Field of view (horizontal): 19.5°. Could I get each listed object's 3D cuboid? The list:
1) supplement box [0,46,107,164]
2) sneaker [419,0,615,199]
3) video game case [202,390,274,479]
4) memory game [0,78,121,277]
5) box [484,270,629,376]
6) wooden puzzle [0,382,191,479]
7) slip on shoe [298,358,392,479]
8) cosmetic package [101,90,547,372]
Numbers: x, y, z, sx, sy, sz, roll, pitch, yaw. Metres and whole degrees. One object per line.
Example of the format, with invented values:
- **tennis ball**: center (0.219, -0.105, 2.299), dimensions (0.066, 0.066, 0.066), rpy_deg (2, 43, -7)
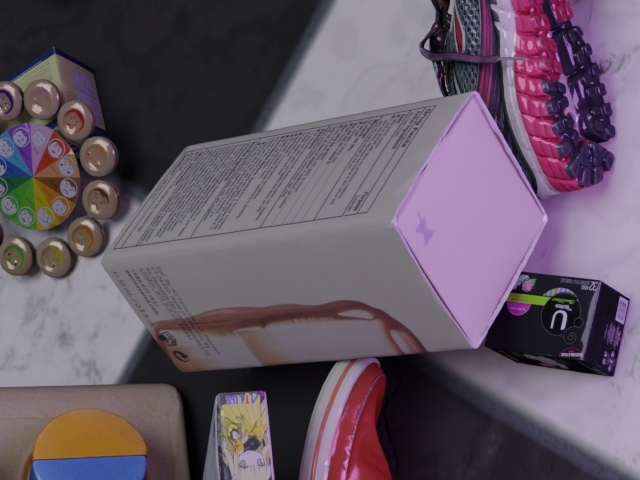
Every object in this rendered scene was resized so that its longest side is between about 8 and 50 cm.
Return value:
- **supplement box**: center (-0.252, -0.117, 1.726), dimensions (0.083, 0.056, 0.083), rpy_deg (-31, 58, 24)
- **sneaker**: center (0.124, -0.175, 1.391), dimensions (0.112, 0.121, 0.299), rpy_deg (-13, 87, 36)
- **video game case**: center (-0.057, 0.246, 1.358), dimensions (0.042, 0.232, 0.210), rpy_deg (-2, 65, -8)
- **memory game**: center (-0.262, -0.055, 1.685), dimensions (0.186, 0.012, 0.186), rpy_deg (4, 100, 22)
- **box**: center (0.172, 0.060, 1.353), dimensions (0.083, 0.052, 0.062), rpy_deg (6, 76, 36)
- **wooden puzzle**: center (-0.250, 0.241, 1.425), dimensions (0.080, 0.322, 0.347), rpy_deg (105, 160, -50)
- **slip on shoe**: center (0.034, 0.244, 1.360), dimensions (0.101, 0.123, 0.331), rpy_deg (-1, 69, 9)
- **cosmetic package**: center (0.000, 0.000, 1.403), dimensions (0.296, 0.129, 0.153), rpy_deg (-7, 37, 42)
